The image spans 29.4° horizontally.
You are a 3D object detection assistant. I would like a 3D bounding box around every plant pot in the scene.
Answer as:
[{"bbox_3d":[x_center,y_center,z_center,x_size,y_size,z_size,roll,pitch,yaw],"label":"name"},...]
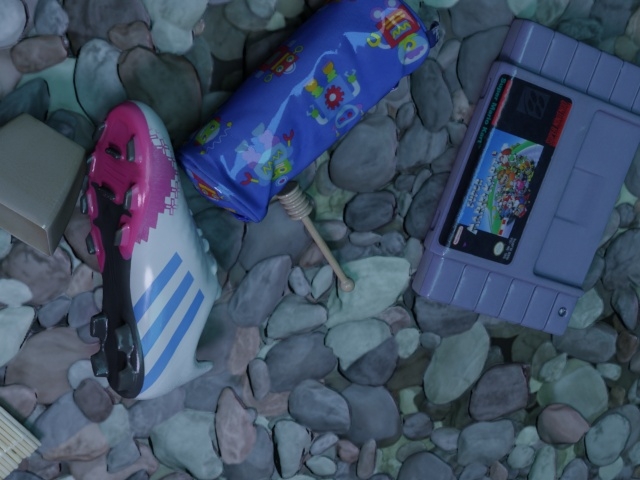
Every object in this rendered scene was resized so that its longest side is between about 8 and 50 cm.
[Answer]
[{"bbox_3d":[-0.290,-0.062,1.213,0.109,0.109,0.096,30,72,-1],"label":"plant pot"}]

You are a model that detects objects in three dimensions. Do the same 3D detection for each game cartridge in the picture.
[{"bbox_3d":[0.268,-0.071,1.501,0.230,0.068,0.355,15,99,-32],"label":"game cartridge"}]

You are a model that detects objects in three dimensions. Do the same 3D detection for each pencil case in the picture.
[{"bbox_3d":[-0.014,-0.150,1.313,0.306,0.119,0.133,-45,127,-6],"label":"pencil case"}]

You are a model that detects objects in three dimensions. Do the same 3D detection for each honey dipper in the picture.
[{"bbox_3d":[0.000,0.000,1.416,0.030,0.030,0.160,-38,119,-9],"label":"honey dipper"}]

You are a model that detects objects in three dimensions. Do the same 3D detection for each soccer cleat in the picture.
[{"bbox_3d":[-0.173,0.009,1.308,0.143,0.116,0.331,-11,113,-38],"label":"soccer cleat"}]

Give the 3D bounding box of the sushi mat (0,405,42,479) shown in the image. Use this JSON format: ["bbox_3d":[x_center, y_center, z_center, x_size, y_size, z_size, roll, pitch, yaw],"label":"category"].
[{"bbox_3d":[-0.451,0.171,1.271,0.151,0.019,0.316,-44,118,-7],"label":"sushi mat"}]
